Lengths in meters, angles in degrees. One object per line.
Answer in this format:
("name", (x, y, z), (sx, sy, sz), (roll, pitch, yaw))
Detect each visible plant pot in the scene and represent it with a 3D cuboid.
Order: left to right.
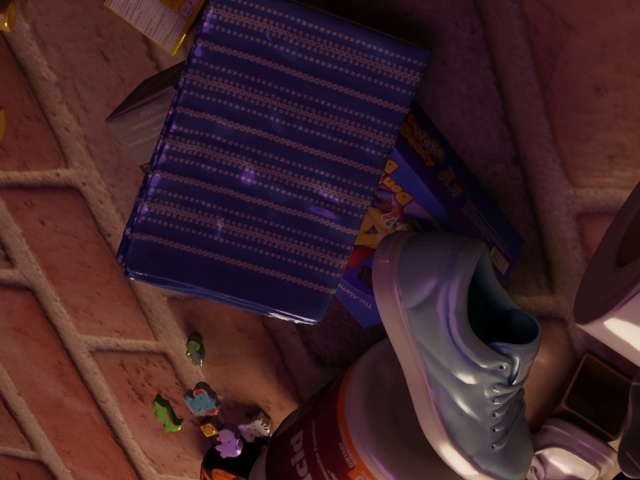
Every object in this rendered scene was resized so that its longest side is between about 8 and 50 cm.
("plant pot", (0.328, 0.203, 1.526), (0.081, 0.081, 0.083), (33, 153, 0))

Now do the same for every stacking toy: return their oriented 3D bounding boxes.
("stacking toy", (-0.153, 0.264, 1.822), (0.052, 0.167, 0.221), (-21, 115, 24))

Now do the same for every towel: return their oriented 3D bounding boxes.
("towel", (-0.052, -0.081, 1.300), (0.243, 0.040, 0.336), (17, 108, -15))

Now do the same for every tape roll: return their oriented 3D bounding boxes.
("tape roll", (0.355, -0.010, 1.143), (0.100, 0.286, 0.286), (34, 139, -1))

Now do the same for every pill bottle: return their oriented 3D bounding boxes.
("pill bottle", (0.058, 0.295, 1.665), (0.224, 0.224, 0.392), (37, 142, -4))

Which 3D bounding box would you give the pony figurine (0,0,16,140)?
("pony figurine", (-0.567, -0.288, 1.506), (0.363, 0.303, 0.351), (10, 139, 1))

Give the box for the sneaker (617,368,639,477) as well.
("sneaker", (0.384, 0.206, 1.460), (0.053, 0.152, 0.061), (19, 172, 18))

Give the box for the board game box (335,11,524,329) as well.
("board game box", (0.040, -0.068, 1.445), (0.233, 0.078, 0.347), (-22, 115, 44))

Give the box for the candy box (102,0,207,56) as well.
("candy box", (-0.167, -0.304, 1.388), (0.105, 0.027, 0.206), (39, 139, -3))

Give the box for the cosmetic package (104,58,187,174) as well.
("cosmetic package", (-0.112, -0.084, 1.390), (0.127, 0.107, 0.238), (-20, 114, 39))

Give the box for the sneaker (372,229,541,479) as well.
("sneaker", (0.187, 0.148, 1.396), (0.150, 0.135, 0.366), (-2, 129, 41))

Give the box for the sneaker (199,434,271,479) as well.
("sneaker", (-0.055, 0.417, 1.940), (0.321, 0.125, 0.180), (19, 138, 17))

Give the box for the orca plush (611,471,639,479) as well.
("orca plush", (0.411, 0.260, 1.513), (0.102, 0.151, 0.287), (55, 149, 24))

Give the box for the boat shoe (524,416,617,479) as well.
("boat shoe", (0.291, 0.292, 1.548), (0.098, 0.096, 0.277), (34, 163, 6))
